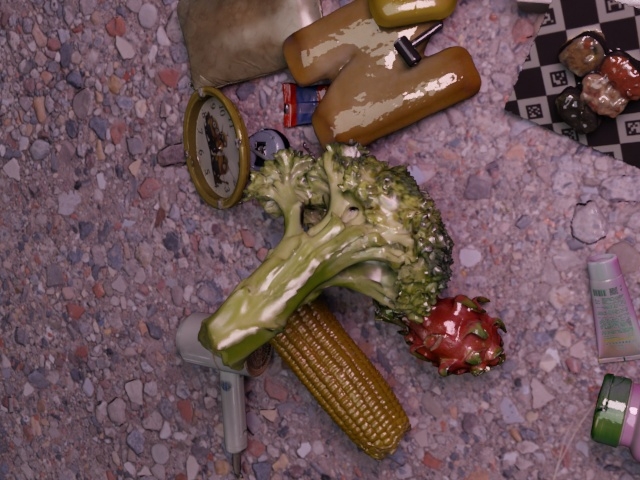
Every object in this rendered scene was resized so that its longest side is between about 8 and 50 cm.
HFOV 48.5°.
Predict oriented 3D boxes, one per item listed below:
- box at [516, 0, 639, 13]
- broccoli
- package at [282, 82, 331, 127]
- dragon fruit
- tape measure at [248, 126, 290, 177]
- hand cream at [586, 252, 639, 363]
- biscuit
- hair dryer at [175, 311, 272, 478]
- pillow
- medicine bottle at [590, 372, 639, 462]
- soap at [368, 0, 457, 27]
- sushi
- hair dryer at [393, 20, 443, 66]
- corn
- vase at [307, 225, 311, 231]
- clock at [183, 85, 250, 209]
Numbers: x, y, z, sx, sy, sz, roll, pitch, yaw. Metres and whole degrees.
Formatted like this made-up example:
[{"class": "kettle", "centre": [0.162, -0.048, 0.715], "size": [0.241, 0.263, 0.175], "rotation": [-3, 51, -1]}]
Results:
[{"class": "box", "centre": [0.408, -0.480, 1.019], "size": [0.200, 0.106, 0.299], "rotation": [13, 101, 24]}, {"class": "broccoli", "centre": [0.029, 0.043, 1.082], "size": [0.353, 0.397, 0.275], "rotation": [-9, 125, 31]}, {"class": "package", "centre": [0.019, -0.246, 1.283], "size": [0.200, 0.022, 0.083], "rotation": [4, 98, 26]}, {"class": "dragon fruit", "centre": [0.197, 0.143, 1.186], "size": [0.236, 0.137, 0.135], "rotation": [20, 99, 24]}, {"class": "tape measure", "centre": [-0.102, -0.166, 1.333], "size": [0.094, 0.054, 0.091], "rotation": [-8, 91, 37]}, {"class": "hand cream", "centre": [0.456, 0.109, 1.112], "size": [0.076, 0.047, 0.174], "rotation": [-12, 100, 26]}, {"class": "biscuit", "centre": [0.097, -0.293, 1.188], "size": [0.291, 0.062, 0.237], "rotation": [-22, 86, 11]}, {"class": "hair dryer", "centre": [-0.187, 0.323, 1.425], "size": [0.173, 0.107, 0.357], "rotation": [6, 106, 28]}, {"class": "pillow", "centre": [-0.131, -0.389, 1.306], "size": [0.302, 0.075, 0.185], "rotation": [-10, 94, 23]}, {"class": "medicine bottle", "centre": [0.545, 0.281, 1.037], "size": [0.274, 0.133, 0.133], "rotation": [11, 102, 23]}, {"class": "soap", "centre": [0.145, -0.386, 1.122], "size": [0.140, 0.045, 0.089], "rotation": [-8, 90, 6]}, {"class": "sushi", "centre": [0.403, -0.225, 1.023], "size": [0.231, 0.047, 0.219], "rotation": [27, 134, 13]}, {"class": "hair dryer", "centre": [0.163, -0.319, 1.132], "size": [0.083, 0.026, 0.047], "rotation": [-36, 86, 2]}, {"class": "corn", "centre": [0.029, 0.236, 1.286], "size": [0.344, 0.131, 0.131], "rotation": [49, 114, 10]}, {"class": "vase", "centre": [0.000, 0.000, 1.297], "size": [0.081, 0.081, 0.148], "rotation": [-3, 93, 26]}, {"class": "clock", "centre": [-0.187, -0.175, 1.346], "size": [0.237, 0.057, 0.237], "rotation": [21, 117, 50]}]
